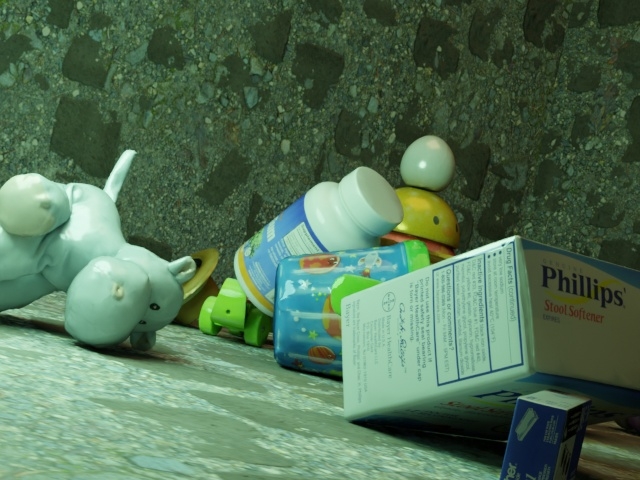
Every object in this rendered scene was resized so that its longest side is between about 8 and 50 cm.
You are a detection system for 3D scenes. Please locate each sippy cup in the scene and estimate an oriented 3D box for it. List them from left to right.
[{"bbox_3d":[0.041,0.111,1.821,0.224,0.305,0.240,3,42,-3],"label":"sippy cup"}]

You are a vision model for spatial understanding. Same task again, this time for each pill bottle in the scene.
[{"bbox_3d":[0.000,0.000,1.960,0.272,0.152,0.152,-38,-32,29],"label":"pill bottle"}]

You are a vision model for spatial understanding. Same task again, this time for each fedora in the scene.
[{"bbox_3d":[-0.237,0.096,2.168,0.079,0.194,0.194,53,-15,-18],"label":"fedora"}]

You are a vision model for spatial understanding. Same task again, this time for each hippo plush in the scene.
[{"bbox_3d":[-0.304,0.054,1.563,0.236,0.234,0.294,43,23,12],"label":"hippo plush"}]

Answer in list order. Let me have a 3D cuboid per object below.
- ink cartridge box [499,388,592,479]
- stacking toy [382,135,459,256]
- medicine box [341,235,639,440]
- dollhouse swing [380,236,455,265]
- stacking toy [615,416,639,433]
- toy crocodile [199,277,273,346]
[{"bbox_3d":[0.202,0.187,1.080,0.046,0.097,0.207,13,-1,18],"label":"ink cartridge box"},{"bbox_3d":[0.179,0.010,2.546,0.351,0.479,0.350,12,-1,0],"label":"stacking toy"},{"bbox_3d":[0.211,0.121,1.343,0.264,0.149,0.289,13,-23,-36],"label":"medicine box"},{"bbox_3d":[0.183,0.148,2.125,0.305,0.315,0.347,39,14,33],"label":"dollhouse swing"},{"bbox_3d":[0.643,0.294,1.978,0.141,0.141,0.330,14,5,-42],"label":"stacking toy"},{"bbox_3d":[-0.120,0.126,2.139,0.115,0.105,0.340,13,-1,18],"label":"toy crocodile"}]
